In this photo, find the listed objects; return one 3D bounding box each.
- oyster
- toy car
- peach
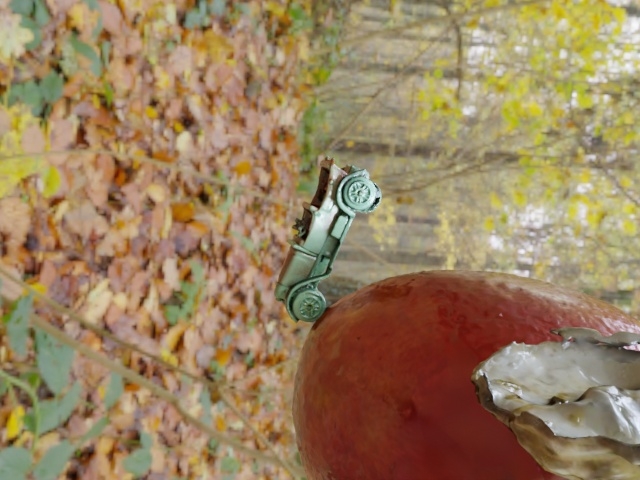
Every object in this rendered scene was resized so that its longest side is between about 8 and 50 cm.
[{"bbox_3d":[0.216,0.103,0.331,0.128,0.344,0.079,-1,102,-54],"label":"oyster"},{"bbox_3d":[0.000,0.000,0.734,0.143,0.054,0.073,-65,-166,4],"label":"toy car"},{"bbox_3d":[0.121,0.153,0.663,0.338,0.281,0.281,15,-75,48],"label":"peach"}]
